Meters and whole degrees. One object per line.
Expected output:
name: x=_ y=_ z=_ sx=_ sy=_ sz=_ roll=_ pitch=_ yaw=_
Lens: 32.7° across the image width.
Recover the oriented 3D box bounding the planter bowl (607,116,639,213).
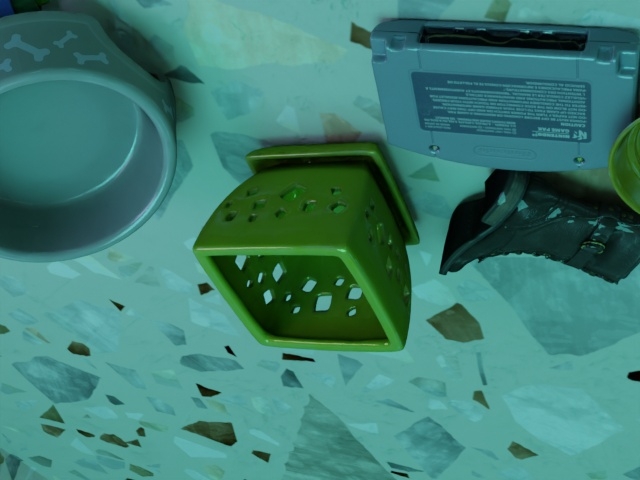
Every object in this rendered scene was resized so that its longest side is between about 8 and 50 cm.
planter bowl: x=0.428 y=-0.106 z=1.183 sx=0.217 sy=0.090 sz=0.217 roll=13 pitch=146 yaw=9

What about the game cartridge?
game cartridge: x=0.212 y=-0.161 z=1.248 sx=0.294 sy=0.060 sz=0.196 roll=7 pitch=141 yaw=18

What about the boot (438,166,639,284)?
boot: x=0.293 y=0.009 z=1.416 sx=0.229 sy=0.091 sz=0.263 roll=21 pitch=150 yaw=-10

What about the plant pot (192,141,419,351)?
plant pot: x=0.000 y=0.000 z=1.438 sx=0.228 sy=0.207 sz=0.227 roll=-1 pitch=142 yaw=27

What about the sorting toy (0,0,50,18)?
sorting toy: x=-0.341 y=-0.191 z=1.463 sx=0.126 sy=0.127 sz=0.365 roll=-18 pitch=136 yaw=2

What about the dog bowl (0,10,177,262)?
dog bowl: x=-0.341 y=-0.114 z=1.380 sx=0.349 sy=0.102 sz=0.348 roll=-13 pitch=136 yaw=-12
